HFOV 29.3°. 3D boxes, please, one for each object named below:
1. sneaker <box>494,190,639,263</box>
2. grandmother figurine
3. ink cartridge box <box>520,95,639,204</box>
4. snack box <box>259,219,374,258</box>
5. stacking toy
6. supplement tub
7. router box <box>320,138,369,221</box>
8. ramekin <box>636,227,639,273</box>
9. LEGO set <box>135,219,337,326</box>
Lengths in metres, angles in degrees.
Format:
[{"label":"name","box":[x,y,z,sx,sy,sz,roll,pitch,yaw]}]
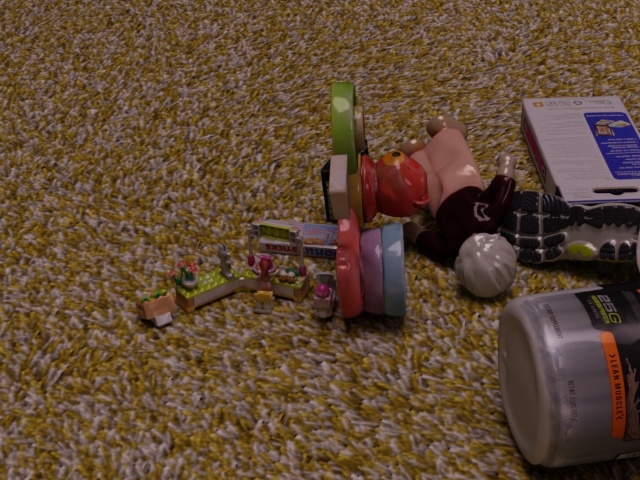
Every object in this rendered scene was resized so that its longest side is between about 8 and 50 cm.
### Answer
[{"label":"sneaker","box":[0.377,-0.009,1.819,0.275,0.107,0.110,11,0,30]},{"label":"grandmother figurine","box":[0.217,-0.050,1.839,0.104,0.208,0.342,25,32,-30]},{"label":"ink cartridge box","box":[0.448,-0.134,2.020,0.175,0.069,0.371,-2,30,-1]},{"label":"snack box","box":[0.000,0.000,1.869,0.178,0.022,0.064,6,34,12]},{"label":"stacking toy","box":[0.088,-0.062,1.707,0.130,0.280,0.309,-3,47,4]},{"label":"supplement tub","box":[0.394,0.148,1.447,0.337,0.207,0.207,-7,33,-8]},{"label":"router box","box":[0.042,-0.097,1.954,0.038,0.092,0.122,7,34,21]},{"label":"ramekin","box":[0.544,-0.032,1.597,0.127,0.273,0.273,28,31,-12]},{"label":"LEGO set","box":[-0.119,0.041,1.732,0.286,0.107,0.132,-1,32,0]}]
